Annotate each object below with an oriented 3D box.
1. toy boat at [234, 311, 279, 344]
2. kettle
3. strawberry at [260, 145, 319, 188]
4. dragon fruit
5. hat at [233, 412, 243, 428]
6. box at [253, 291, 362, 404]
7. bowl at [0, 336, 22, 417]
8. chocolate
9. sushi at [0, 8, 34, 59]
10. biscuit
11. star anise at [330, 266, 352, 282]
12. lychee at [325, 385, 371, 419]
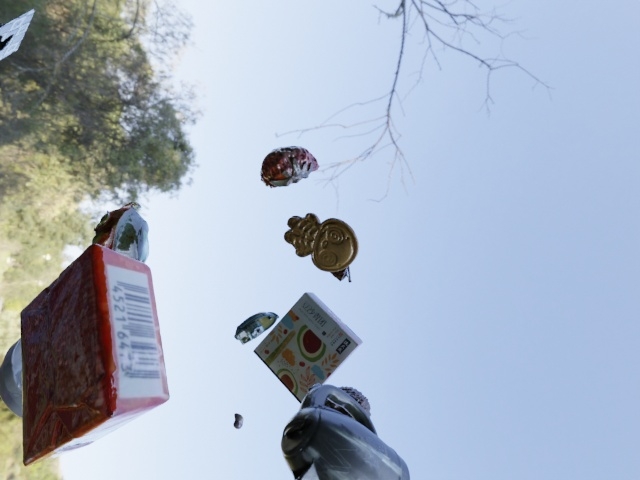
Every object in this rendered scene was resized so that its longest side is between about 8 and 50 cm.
[{"bbox_3d":[-0.278,0.390,1.932,0.102,0.215,0.088,39,-22,59],"label":"toy boat"},{"bbox_3d":[0.050,0.540,1.152,0.228,0.324,0.321,-37,-164,32],"label":"kettle"},{"bbox_3d":[-0.162,-0.358,1.961,0.336,0.265,0.149,-131,-161,-62],"label":"strawberry"},{"bbox_3d":[-0.641,0.012,1.415,0.295,0.130,0.268,-131,-140,-77],"label":"dragon fruit"},{"bbox_3d":[-0.441,0.958,2.308,0.058,0.042,0.086,5,-73,23],"label":"hat"},{"bbox_3d":[-0.061,0.496,2.037,0.344,0.122,0.385,43,-85,18],"label":"box"},{"bbox_3d":[-0.816,0.414,1.294,0.144,0.287,0.287,-35,-131,9],"label":"bowl"},{"bbox_3d":[-0.330,0.162,0.625,0.235,0.108,0.237,-34,-117,26],"label":"chocolate"},{"bbox_3d":[-0.771,-0.457,1.005,0.193,0.040,0.210,-18,-145,42],"label":"sushi"},{"bbox_3d":[0.000,0.000,1.583,0.289,0.044,0.201,25,-73,12],"label":"biscuit"},{"bbox_3d":[0.061,0.081,2.053,0.126,0.220,0.190,-47,-141,7],"label":"star anise"},{"bbox_3d":[0.079,0.608,1.530,0.200,0.200,0.238,47,-19,48],"label":"lychee"}]
